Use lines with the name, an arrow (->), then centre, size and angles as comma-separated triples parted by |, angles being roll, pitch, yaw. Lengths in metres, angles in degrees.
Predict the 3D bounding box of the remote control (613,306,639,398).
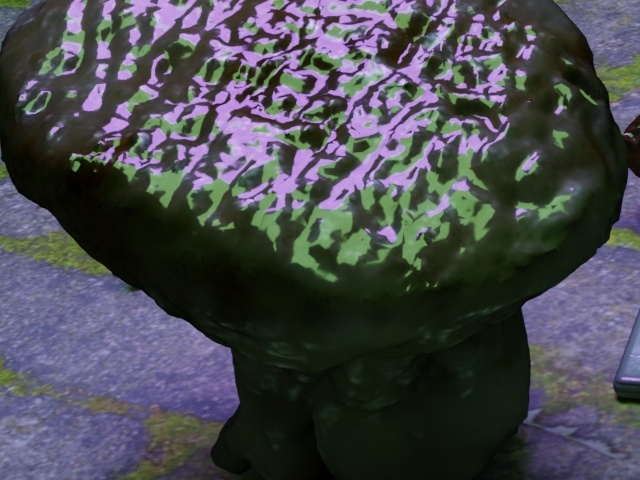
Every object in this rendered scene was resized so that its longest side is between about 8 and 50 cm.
remote control -> 0.235, 0.070, 1.311 | 0.053, 0.017, 0.124 | 0, 29, 20

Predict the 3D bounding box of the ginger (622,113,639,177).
ginger -> 0.387, -0.100, 1.500 | 0.309, 0.107, 0.133 | -7, 50, 8

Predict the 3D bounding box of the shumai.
shumai -> 0.000, 0.000, 1.194 | 0.397, 0.323, 0.324 | 30, 55, 33
